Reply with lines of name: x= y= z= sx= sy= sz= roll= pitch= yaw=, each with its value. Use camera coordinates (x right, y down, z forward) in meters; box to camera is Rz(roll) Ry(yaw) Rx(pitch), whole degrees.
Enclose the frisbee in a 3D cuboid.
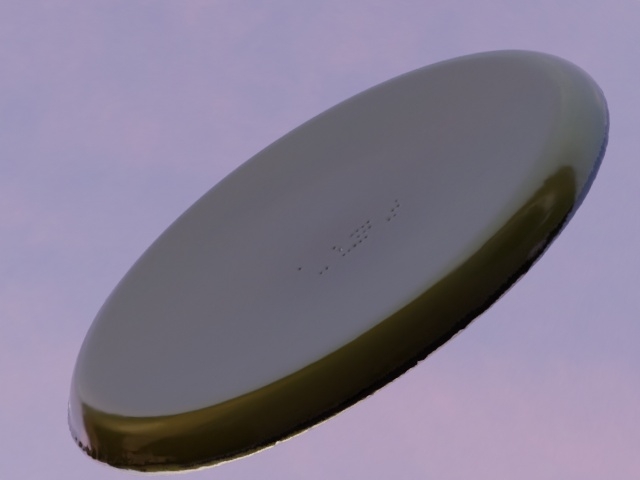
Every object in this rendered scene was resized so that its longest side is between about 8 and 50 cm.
frisbee: x=0.000 y=0.000 z=0.602 sx=0.236 sy=0.236 sz=0.017 roll=-28 pitch=-67 yaw=14
